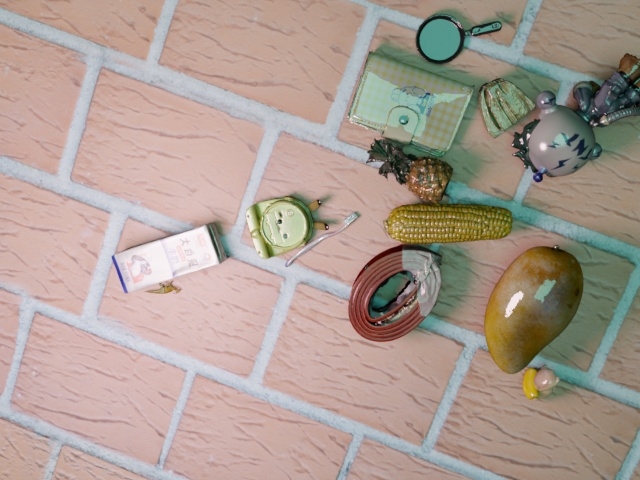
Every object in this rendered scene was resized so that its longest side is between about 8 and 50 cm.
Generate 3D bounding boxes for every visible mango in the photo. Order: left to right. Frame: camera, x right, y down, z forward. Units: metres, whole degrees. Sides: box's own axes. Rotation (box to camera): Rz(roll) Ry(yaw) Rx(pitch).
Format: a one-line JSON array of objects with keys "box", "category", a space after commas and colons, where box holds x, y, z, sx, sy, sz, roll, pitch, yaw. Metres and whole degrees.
[{"box": [0.584, 0.189, 1.715, 0.222, 0.199, 0.383, 20, 101, 2], "category": "mango"}]

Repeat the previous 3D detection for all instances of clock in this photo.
[{"box": [-0.096, -0.050, 1.827, 0.232, 0.069, 0.170, -16, 96, 9], "category": "clock"}]

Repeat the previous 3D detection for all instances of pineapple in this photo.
[{"box": [0.247, -0.202, 1.744, 0.248, 0.128, 0.128, 26, 100, 8], "category": "pineapple"}]

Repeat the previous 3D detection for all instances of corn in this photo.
[{"box": [0.360, -0.051, 1.751, 0.364, 0.120, 0.120, -3, 98, 4], "category": "corn"}]

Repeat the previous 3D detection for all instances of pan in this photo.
[{"box": [0.382, -0.568, 1.715, 0.235, 0.028, 0.136, -9, 98, 11], "category": "pan"}]

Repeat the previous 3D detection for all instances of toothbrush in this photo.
[{"box": [0.000, 0.000, 1.848, 0.269, 0.021, 0.027, -35, 80, 10], "category": "toothbrush"}]

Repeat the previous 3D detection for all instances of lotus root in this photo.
[{"box": [0.502, -0.379, 1.709, 0.143, 0.070, 0.144, -30, 98, 16], "category": "lotus root"}]

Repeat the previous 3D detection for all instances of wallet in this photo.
[{"box": [0.248, -0.384, 1.741, 0.310, 0.077, 0.223, 21, 97, 3], "category": "wallet"}]

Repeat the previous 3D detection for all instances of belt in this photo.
[{"box": [0.218, 0.142, 1.795, 0.227, 0.115, 0.324, 41, 100, -1], "category": "belt"}]

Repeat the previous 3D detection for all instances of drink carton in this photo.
[{"box": [-0.454, 0.050, 1.869, 0.315, 0.106, 0.130, -18, 98, 8], "category": "drink carton"}]

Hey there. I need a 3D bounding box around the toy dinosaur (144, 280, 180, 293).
[{"box": [-0.494, 0.149, 1.925, 0.113, 0.026, 0.041, 1, 116, -2], "category": "toy dinosaur"}]

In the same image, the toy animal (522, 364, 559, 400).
[{"box": [0.650, 0.417, 1.809, 0.082, 0.091, 0.114, 30, 116, -26], "category": "toy animal"}]

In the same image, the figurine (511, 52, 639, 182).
[{"box": [0.686, -0.320, 1.636, 0.261, 0.186, 0.382, 42, 106, -10], "category": "figurine"}]
